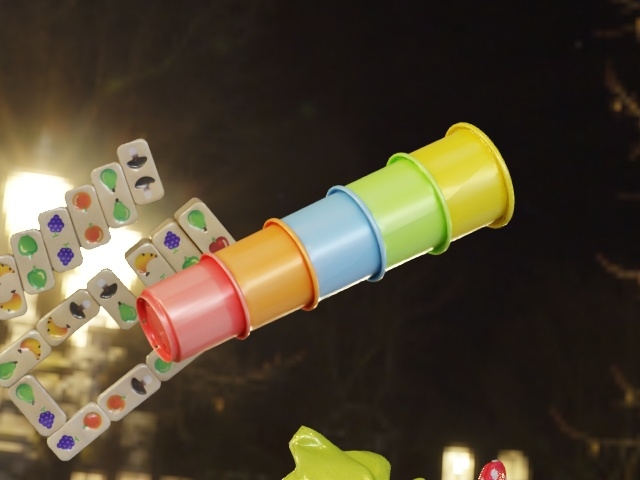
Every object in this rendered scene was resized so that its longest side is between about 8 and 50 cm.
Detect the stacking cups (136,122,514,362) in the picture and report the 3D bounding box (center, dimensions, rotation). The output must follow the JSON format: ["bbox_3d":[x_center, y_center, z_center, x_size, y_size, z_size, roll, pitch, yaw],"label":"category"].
[{"bbox_3d":[0.000,0.000,1.437,0.316,0.096,0.096,-22,-11,-22],"label":"stacking cups"}]

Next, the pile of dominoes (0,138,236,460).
[{"bbox_3d":[-0.195,0.054,1.617,0.196,0.251,0.040,51,-2,-11],"label":"pile of dominoes"}]

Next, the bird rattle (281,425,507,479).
[{"bbox_3d":[0.055,0.249,1.400,0.253,0.143,0.207,21,-70,-46],"label":"bird rattle"}]
